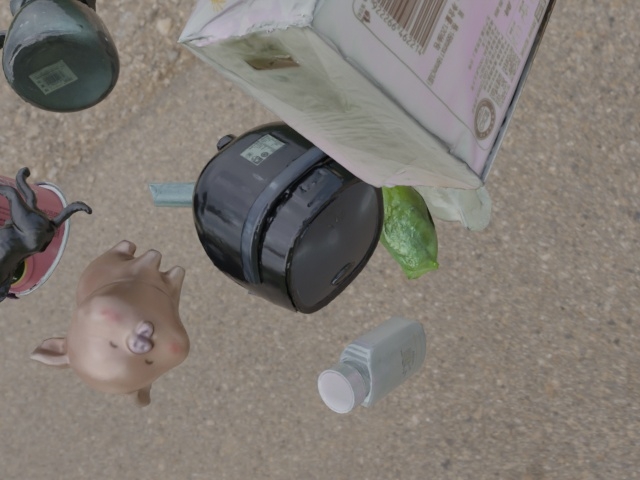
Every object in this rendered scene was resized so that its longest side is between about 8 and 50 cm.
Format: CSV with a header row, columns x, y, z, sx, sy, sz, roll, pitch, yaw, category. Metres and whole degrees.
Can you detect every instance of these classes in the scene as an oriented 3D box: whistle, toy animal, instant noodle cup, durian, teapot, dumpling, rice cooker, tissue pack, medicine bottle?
x,y,z,sx,sy,sz,roll,pitch,yaw,category
-0.268,-0.101,1.602,0.312,0.062,0.062,3,78,36,whistle
-0.429,-0.004,0.967,0.233,0.084,0.148,-37,92,-20,toy animal
-0.633,-0.038,1.320,0.244,0.255,0.243,-11,69,29,instant noodle cup
0.168,-0.039,1.473,0.101,0.139,0.250,-18,105,26,durian
-0.574,-0.412,1.533,0.305,0.223,0.285,-42,49,29,teapot
0.301,-0.120,1.677,0.216,0.166,0.126,21,125,37,dumpling
-0.362,0.139,1.324,0.326,0.237,0.269,14,75,61,toy animal
-0.052,-0.042,1.067,0.224,0.267,0.267,34,98,30,rice cooker
0.052,-0.170,0.445,0.124,0.185,0.225,10,74,45,tissue pack
0.126,0.292,1.686,0.111,0.296,0.161,15,117,36,medicine bottle

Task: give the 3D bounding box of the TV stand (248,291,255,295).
x,y,z,sx,sy,sz,roll,pitch,yaw,category
-0.120,0.125,1.978,0.040,0.256,0.049,12,91,21,TV stand
